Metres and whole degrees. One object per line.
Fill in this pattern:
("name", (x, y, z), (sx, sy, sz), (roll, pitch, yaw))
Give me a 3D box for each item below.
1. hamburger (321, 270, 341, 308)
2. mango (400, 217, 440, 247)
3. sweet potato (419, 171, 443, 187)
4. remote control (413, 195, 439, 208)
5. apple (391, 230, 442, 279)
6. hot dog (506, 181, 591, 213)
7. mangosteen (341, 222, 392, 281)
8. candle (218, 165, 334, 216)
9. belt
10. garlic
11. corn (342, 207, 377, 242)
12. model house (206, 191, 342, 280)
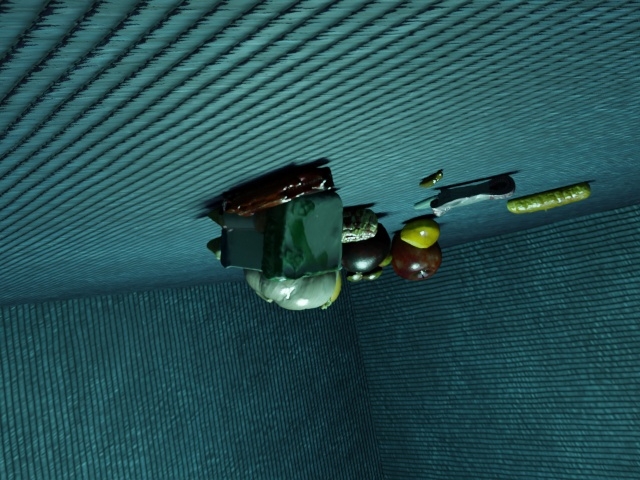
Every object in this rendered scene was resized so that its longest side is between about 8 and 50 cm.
("hamburger", (-0.019, 0.168, 2.757), (0.212, 0.274, 0.274), (0, 171, -20))
("mango", (0.375, -0.035, 2.340), (0.141, 0.102, 0.217), (13, 172, 5))
("sweet potato", (0.272, -0.146, 1.515), (0.026, 0.026, 0.115), (-7, 171, -20))
("remote control", (0.332, -0.115, 1.899), (0.053, 0.017, 0.124), (-6, 172, -23))
("apple", (0.397, 0.057, 2.619), (0.234, 0.233, 0.234), (-10, 174, -1))
("hot dog", (0.790, -0.143, 2.177), (0.286, 0.061, 0.088), (-16, 160, 37))
("mangosteen", (0.141, 0.027, 2.066), (0.210, 0.209, 0.210), (-10, 174, -1))
("candle", (-0.101, -0.093, 1.270), (0.302, 0.059, 0.084), (-14, 163, 39))
("belt", (0.413, -0.128, 1.712), (0.232, 0.071, 0.053), (-15, 166, 16))
("garlic", (-0.095, 0.083, 1.912), (0.322, 0.240, 0.322), (2, -161, -1))
("corn", (0.023, -0.036, 1.813), (0.290, 0.098, 0.098), (-6, 173, -5))
("model house", (-0.147, -0.019, 1.487), (0.325, 0.193, 0.267), (3, -175, 32))
